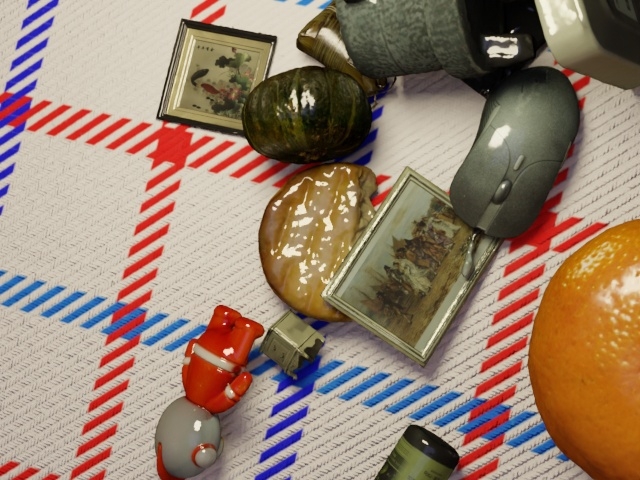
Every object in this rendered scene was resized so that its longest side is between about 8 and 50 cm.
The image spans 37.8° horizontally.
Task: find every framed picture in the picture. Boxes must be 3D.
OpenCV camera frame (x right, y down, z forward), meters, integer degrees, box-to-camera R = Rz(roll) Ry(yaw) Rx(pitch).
[{"bbox_3d":[0.158,0.041,1.553,0.217,0.017,0.274,33,81,-2],"label":"framed picture"},{"bbox_3d":[-0.190,-0.299,1.712,0.195,0.010,0.199,13,87,12],"label":"framed picture"}]

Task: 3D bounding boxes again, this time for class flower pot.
[{"bbox_3d":[0.192,-0.399,1.452,0.282,0.299,0.299,1,84,28],"label":"flower pot"}]

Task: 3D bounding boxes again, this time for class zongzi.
[{"bbox_3d":[0.079,-0.355,1.640,0.187,0.084,0.184,40,72,2],"label":"zongzi"}]

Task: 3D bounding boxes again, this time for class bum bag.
[{"bbox_3d":[0.336,-0.358,1.587,0.123,0.060,0.248,45,96,8],"label":"bum bag"}]

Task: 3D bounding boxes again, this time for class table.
[{"bbox_3d":[-0.049,0.179,1.592,0.083,0.062,0.079,38,137,11],"label":"table"}]

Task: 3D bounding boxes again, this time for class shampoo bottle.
[{"bbox_3d":[0.114,0.443,1.531,0.101,0.101,0.284,33,92,13],"label":"shampoo bottle"}]

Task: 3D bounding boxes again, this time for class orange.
[{"bbox_3d":[0.517,0.173,1.365,0.424,0.326,0.424,0,90,30],"label":"orange"}]

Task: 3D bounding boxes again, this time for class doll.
[{"bbox_3d":[-0.199,0.281,1.597,0.200,0.105,0.336,20,86,51],"label":"doll"}]

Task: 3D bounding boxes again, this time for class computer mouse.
[{"bbox_3d":[0.314,-0.114,1.533,0.167,0.090,0.379,23,88,0],"label":"computer mouse"}]

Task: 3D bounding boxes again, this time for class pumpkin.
[{"bbox_3d":[-0.021,-0.209,1.563,0.223,0.223,0.157,-6,80,11],"label":"pumpkin"}]

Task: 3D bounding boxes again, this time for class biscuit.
[{"bbox_3d":[0.000,0.000,1.603,0.213,0.091,0.274,4,87,9],"label":"biscuit"}]

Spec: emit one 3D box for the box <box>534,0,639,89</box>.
[{"bbox_3d":[0.408,-0.426,1.429,0.090,0.373,0.367,-18,81,35],"label":"box"}]
